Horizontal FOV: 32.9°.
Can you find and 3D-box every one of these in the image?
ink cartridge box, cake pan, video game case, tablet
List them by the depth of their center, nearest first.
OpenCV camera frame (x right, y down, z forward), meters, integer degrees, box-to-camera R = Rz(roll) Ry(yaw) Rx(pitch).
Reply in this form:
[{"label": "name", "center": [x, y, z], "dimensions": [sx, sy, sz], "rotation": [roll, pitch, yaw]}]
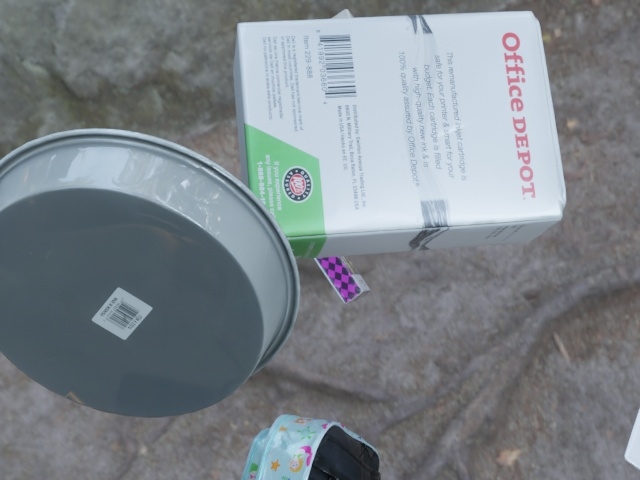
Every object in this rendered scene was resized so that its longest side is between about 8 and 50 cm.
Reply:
[{"label": "cake pan", "center": [-0.165, 0.043, 0.914], "dimensions": [0.293, 0.293, 0.054], "rotation": [-10, 35, 17]}, {"label": "ink cartridge box", "center": [0.068, -0.097, 1.041], "dimensions": [0.289, 0.121, 0.211], "rotation": [-3, 78, -7]}, {"label": "tablet", "center": [0.377, 0.229, 1.232], "dimensions": [0.054, 0.006, 0.083], "rotation": [36, 55, -6]}, {"label": "video game case", "center": [0.000, 0.000, 1.814], "dimensions": [0.041, 0.210, 0.232], "rotation": [-34, 84, 3]}]

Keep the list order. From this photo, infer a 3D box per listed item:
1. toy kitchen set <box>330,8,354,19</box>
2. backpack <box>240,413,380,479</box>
[{"label": "toy kitchen set", "center": [0.004, -0.208, 1.630], "dimensions": [0.207, 0.122, 0.166], "rotation": [-32, 46, 14]}, {"label": "backpack", "center": [-0.022, 0.396, 1.737], "dimensions": [0.191, 0.253, 0.225], "rotation": [7, 68, 23]}]
